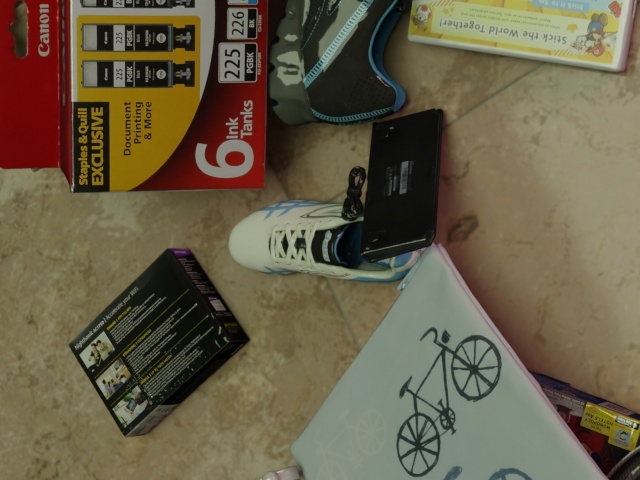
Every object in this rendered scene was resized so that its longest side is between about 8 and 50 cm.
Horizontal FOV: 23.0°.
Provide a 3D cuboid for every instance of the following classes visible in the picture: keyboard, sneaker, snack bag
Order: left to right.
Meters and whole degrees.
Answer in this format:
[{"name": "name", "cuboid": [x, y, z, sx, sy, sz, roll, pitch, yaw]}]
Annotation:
[{"name": "sneaker", "cuboid": [0.000, 0.000, 1.638, 0.237, 0.086, 0.085, 1, 91, 30]}, {"name": "sneaker", "cuboid": [0.029, -0.288, 1.625, 0.139, 0.125, 0.341, 3, 98, 18]}, {"name": "keyboard", "cuboid": [0.072, -0.054, 1.584, 0.108, 0.023, 0.180, -13, 46, 22]}, {"name": "snack bag", "cuboid": [0.114, 0.228, 1.531, 0.323, 0.037, 0.342, -58, 49, 30]}]

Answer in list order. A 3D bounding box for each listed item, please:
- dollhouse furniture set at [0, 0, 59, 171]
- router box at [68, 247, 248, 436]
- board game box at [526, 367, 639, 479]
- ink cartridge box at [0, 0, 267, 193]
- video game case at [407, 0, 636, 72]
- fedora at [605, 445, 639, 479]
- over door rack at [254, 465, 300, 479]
[{"name": "dollhouse furniture set", "cuboid": [-0.308, -0.280, 1.821, 0.286, 0.198, 0.303, -27, 43, -9]}, {"name": "router box", "cuboid": [-0.183, 0.114, 1.755, 0.179, 0.046, 0.133, -42, 70, 21]}, {"name": "board game box", "cuboid": [0.205, 0.232, 1.533, 0.194, 0.060, 0.194, 20, 99, 27]}, {"name": "ink cartridge box", "cuboid": [-0.197, -0.209, 1.612, 0.271, 0.130, 0.309, -2, 103, -14]}, {"name": "video game case", "cuboid": [0.206, -0.284, 1.551, 0.227, 0.026, 0.206, 12, 99, 24]}, {"name": "fedora", "cuboid": [0.343, 0.304, 1.390, 0.243, 0.124, 0.275, 20, 96, 10]}, {"name": "over door rack", "cuboid": [-0.135, 0.401, 1.682, 0.324, 0.108, 0.240, -23, 79, 26]}]
